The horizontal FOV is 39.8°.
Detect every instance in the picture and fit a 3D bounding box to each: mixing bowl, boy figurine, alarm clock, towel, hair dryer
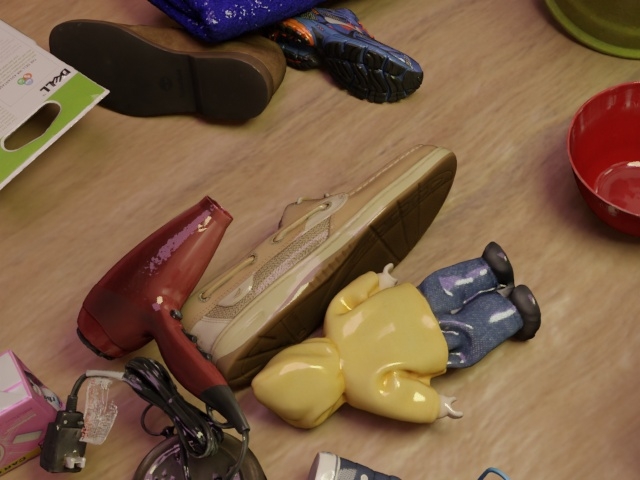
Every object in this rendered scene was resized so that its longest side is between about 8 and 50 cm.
[{"bbox_3d":[0.350,-0.072,0.945,0.182,0.098,0.181,-3,59,5],"label":"mixing bowl"},{"bbox_3d":[0.074,0.109,0.867,0.285,0.092,0.177,-25,59,-9],"label":"boy figurine"},{"bbox_3d":[-0.123,0.228,0.833,0.129,0.064,0.192,-28,56,-11],"label":"alarm clock"},{"bbox_3d":[-0.068,-0.363,1.132,0.308,0.076,0.228,-28,47,-25],"label":"towel"},{"bbox_3d":[-0.139,0.097,0.846,0.224,0.080,0.293,1,72,24],"label":"hair dryer"}]

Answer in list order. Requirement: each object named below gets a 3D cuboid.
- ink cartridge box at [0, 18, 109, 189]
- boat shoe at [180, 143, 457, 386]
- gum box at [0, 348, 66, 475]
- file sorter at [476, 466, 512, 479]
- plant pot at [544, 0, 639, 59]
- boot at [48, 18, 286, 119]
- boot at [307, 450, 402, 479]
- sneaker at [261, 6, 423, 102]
[{"bbox_3d":[-0.398,-0.153,1.078,0.255,0.097,0.189,33,67,22],"label":"ink cartridge box"},{"bbox_3d":[0.000,0.000,0.923,0.341,0.121,0.110,-40,61,-15],"label":"boat shoe"},{"bbox_3d":[-0.344,0.191,0.850,0.188,0.107,0.062,-30,60,-12],"label":"gum box"},{"bbox_3d":[0.108,0.284,0.718,0.170,0.104,0.118,-29,63,-29],"label":"file sorter"},{"bbox_3d":[0.380,-0.364,0.973,0.276,0.254,0.276,-1,87,12],"label":"plant pot"},{"bbox_3d":[-0.191,-0.226,1.115,0.305,0.112,0.115,12,37,12],"label":"boot"},{"bbox_3d":[0.015,0.289,0.778,0.086,0.069,0.190,18,71,-5],"label":"boot"},{"bbox_3d":[0.035,-0.248,1.101,0.221,0.083,0.087,29,60,19],"label":"sneaker"}]
